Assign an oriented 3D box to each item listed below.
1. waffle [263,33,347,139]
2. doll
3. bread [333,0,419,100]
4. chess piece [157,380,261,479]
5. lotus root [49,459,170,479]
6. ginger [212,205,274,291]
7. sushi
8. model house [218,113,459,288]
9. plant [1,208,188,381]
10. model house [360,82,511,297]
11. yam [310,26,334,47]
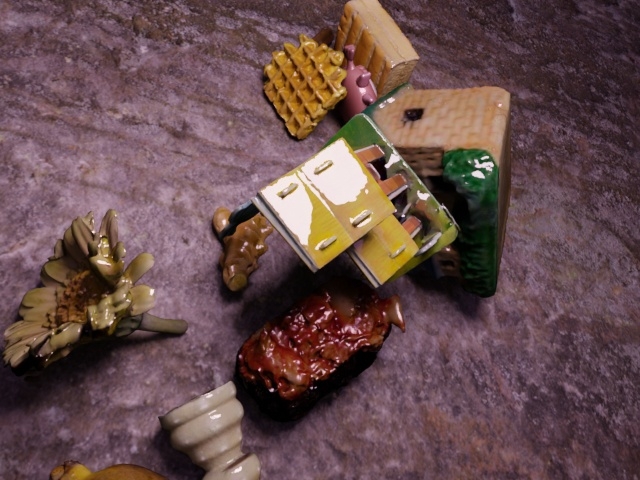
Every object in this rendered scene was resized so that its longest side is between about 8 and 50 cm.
[{"bbox_3d":[-0.037,-0.407,1.227,0.057,0.219,0.229,-10,65,-56],"label":"waffle"},{"bbox_3d":[0.093,-0.363,1.257,0.093,0.262,0.211,-20,28,-9],"label":"doll"},{"bbox_3d":[0.133,-0.484,1.330,0.111,0.246,0.239,-24,73,-20],"label":"bread"},{"bbox_3d":[-0.158,0.372,0.818,0.133,0.133,0.243,-21,79,-30],"label":"chess piece"},{"bbox_3d":[-0.269,0.430,0.718,0.314,0.141,0.169,34,59,-1],"label":"lotus root"},{"bbox_3d":[-0.159,0.011,1.031,0.115,0.081,0.205,4,57,-27],"label":"ginger"},{"bbox_3d":[0.009,0.196,0.937,0.343,0.182,0.196,-31,79,-30],"label":"sushi"},{"bbox_3d":[0.000,0.000,0.882,0.300,0.340,0.324,53,32,3],"label":"model house"},{"bbox_3d":[-0.375,0.128,0.800,0.306,0.297,0.261,22,52,37],"label":"plant"},{"bbox_3d":[0.235,-0.119,1.101,0.343,0.382,0.334,7,53,24],"label":"model house"},{"bbox_3d":[-0.032,-0.536,1.399,0.057,0.057,0.241,36,57,0],"label":"yam"}]
